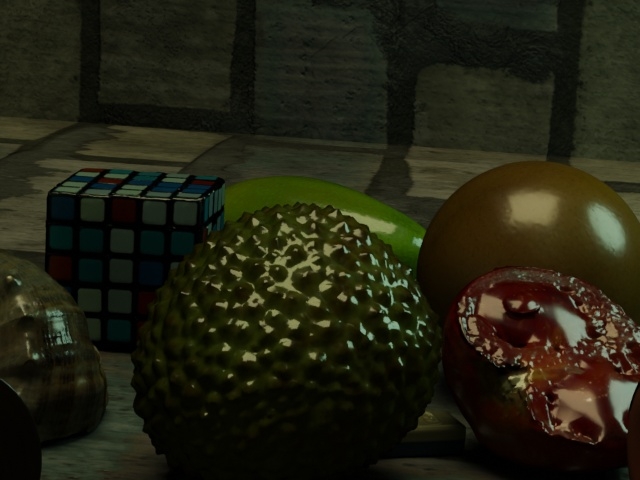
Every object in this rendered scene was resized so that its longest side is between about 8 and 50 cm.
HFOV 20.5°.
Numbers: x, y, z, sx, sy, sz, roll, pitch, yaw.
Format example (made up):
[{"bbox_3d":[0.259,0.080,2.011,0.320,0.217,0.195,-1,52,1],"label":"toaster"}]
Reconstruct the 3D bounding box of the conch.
[{"bbox_3d":[-0.309,0.086,1.701,0.210,0.159,0.291,21,16,38],"label":"conch"}]

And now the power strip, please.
[{"bbox_3d":[0.077,0.185,1.701,0.123,0.032,0.056,1,13,-16],"label":"power strip"}]

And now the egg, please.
[{"bbox_3d":[0.236,0.040,1.921,0.250,0.250,0.322,7,0,18],"label":"egg"}]

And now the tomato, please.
[{"bbox_3d":[0.218,0.143,1.694,0.200,0.139,0.233,-15,55,-35],"label":"tomato"}]

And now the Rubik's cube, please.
[{"bbox_3d":[-0.214,0.021,2.054,0.182,0.187,0.184,3,9,4],"label":"Rubik's cube"}]

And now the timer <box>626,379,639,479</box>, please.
[{"bbox_3d":[0.363,0.165,1.392,0.215,0.229,0.229,0,12,-13],"label":"timer"}]

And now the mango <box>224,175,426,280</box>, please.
[{"bbox_3d":[0.000,0.000,2.271,0.343,0.156,0.192,10,12,35],"label":"mango"}]

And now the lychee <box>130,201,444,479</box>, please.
[{"bbox_3d":[-0.025,0.097,1.570,0.270,0.270,0.320,11,52,35],"label":"lychee"}]

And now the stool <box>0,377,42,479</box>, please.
[{"bbox_3d":[-0.355,0.148,1.404,0.179,0.179,0.264,-4,13,-32],"label":"stool"}]
